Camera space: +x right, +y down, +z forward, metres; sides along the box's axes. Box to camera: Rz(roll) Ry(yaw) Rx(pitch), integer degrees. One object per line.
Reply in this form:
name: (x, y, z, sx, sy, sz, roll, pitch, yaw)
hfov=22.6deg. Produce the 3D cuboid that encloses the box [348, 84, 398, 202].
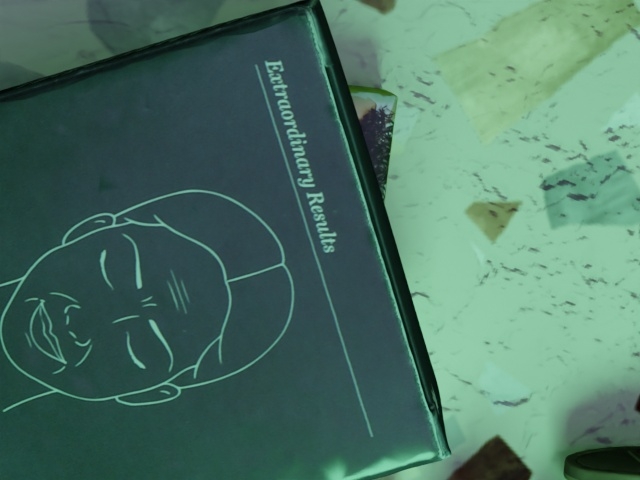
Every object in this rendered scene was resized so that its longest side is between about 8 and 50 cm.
box: (0.000, 0.000, 1.191, 0.087, 0.058, 0.232, 3, 100, -9)

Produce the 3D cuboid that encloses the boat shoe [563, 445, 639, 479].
boat shoe: (0.336, 0.228, 1.261, 0.307, 0.111, 0.104, 6, 98, -10)

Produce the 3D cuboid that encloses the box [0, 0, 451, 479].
box: (-0.147, 0.034, 1.057, 0.396, 0.212, 0.293, -16, 100, 4)
